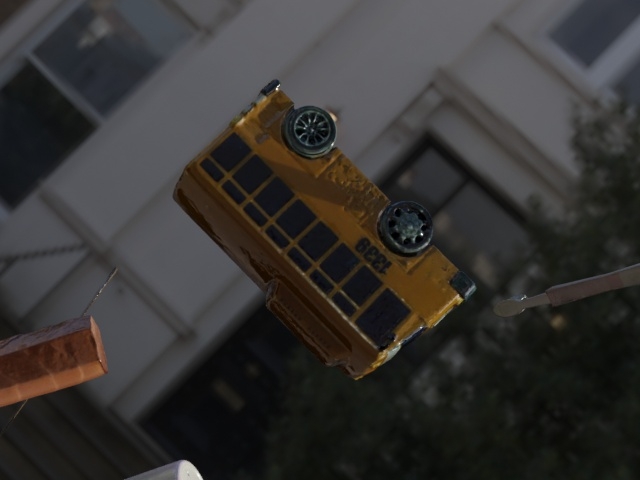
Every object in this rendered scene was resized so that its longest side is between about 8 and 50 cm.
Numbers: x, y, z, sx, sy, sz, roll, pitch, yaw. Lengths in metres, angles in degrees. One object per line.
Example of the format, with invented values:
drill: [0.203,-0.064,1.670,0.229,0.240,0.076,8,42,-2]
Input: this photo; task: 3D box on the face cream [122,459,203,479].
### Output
face cream: [-0.287,0.336,1.858,0.102,0.345,0.102,-22,90,-78]

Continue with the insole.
insole: [-0.296,0.128,1.934,0.005,0.253,0.086,35,-27,-7]

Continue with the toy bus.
toy bus: [0.000,0.000,1.188,0.201,0.114,0.098,46,-17,1]

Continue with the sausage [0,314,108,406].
sausage: [-0.291,0.123,1.642,0.065,0.169,0.065,163,-90,-89]

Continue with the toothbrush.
toothbrush: [0.177,0.036,1.217,0.014,0.017,0.194,64,-27,-2]
